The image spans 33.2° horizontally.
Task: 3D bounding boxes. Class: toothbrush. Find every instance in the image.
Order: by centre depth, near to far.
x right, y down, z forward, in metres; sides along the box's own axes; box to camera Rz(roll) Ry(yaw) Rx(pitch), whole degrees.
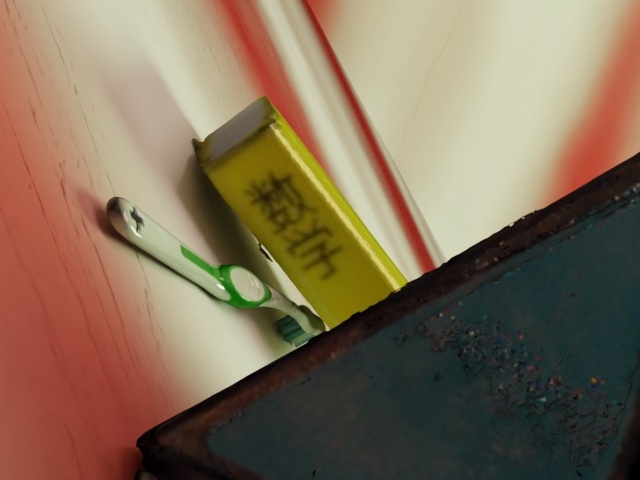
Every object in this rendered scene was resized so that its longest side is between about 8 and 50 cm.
[{"bbox_3d":[-0.055,0.026,0.683,0.030,0.030,0.304,68,10,23],"label":"toothbrush"}]

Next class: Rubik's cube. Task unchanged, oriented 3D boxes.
[{"bbox_3d":[0.144,0.159,0.465,0.310,0.307,0.305,13,52,-60],"label":"Rubik's cube"}]

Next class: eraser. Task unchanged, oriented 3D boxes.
[{"bbox_3d":[0.000,0.000,0.795,0.226,0.069,0.158,52,6,-14],"label":"eraser"}]
